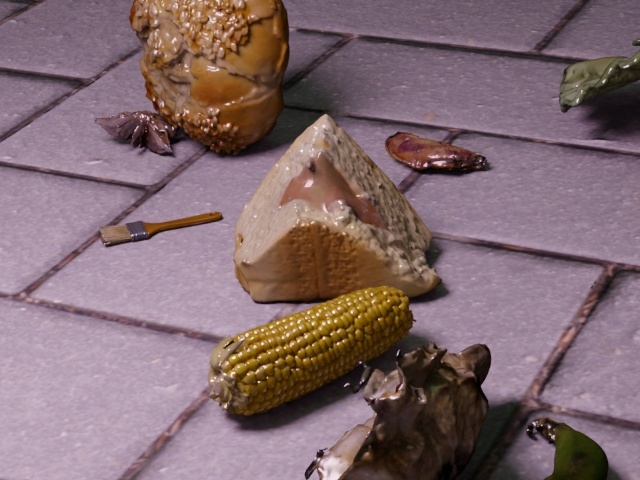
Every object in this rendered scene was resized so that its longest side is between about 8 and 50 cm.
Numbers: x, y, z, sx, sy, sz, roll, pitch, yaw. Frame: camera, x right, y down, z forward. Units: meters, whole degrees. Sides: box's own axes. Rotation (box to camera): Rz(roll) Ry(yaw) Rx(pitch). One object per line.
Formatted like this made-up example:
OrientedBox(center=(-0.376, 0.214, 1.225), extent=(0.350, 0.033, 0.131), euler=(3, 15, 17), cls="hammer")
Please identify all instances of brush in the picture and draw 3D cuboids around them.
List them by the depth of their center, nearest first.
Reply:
OrientedBox(center=(-0.215, -0.020, 2.092), extent=(0.170, 0.014, 0.043), euler=(-11, 30, -15), cls="brush")

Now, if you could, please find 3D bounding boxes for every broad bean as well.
OrientedBox(center=(0.184, 0.251, 1.488), extent=(0.144, 0.049, 0.292), euler=(10, 28, 42), cls="broad bean")

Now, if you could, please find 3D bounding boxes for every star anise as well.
OrientedBox(center=(-0.278, -0.170, 2.338), extent=(0.129, 0.056, 0.124), euler=(12, 25, -3), cls="star anise")

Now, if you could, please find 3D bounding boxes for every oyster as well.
OrientedBox(center=(0.083, 0.179, 1.533), extent=(0.133, 0.198, 0.337), euler=(46, 19, -1), cls="oyster")

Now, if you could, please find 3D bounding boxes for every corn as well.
OrientedBox(center=(-0.009, 0.118, 1.716), extent=(0.260, 0.091, 0.091), euler=(-21, -9, -30), cls="corn")

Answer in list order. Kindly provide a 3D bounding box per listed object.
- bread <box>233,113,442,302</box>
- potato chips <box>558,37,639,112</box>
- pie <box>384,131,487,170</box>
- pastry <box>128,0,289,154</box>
OrientedBox(center=(0.004, 0.010, 1.941), extent=(0.211, 0.224, 0.183), euler=(-39, 23, 26), cls="bread")
OrientedBox(center=(0.536, -0.234, 2.238), extent=(0.389, 0.097, 0.373), euler=(-1, 2, 1), cls="potato chips")
OrientedBox(center=(0.156, -0.125, 2.224), extent=(0.170, 0.034, 0.092), euler=(17, 30, 33), cls="pie")
OrientedBox(center=(-0.170, -0.272, 2.256), extent=(0.255, 0.311, 0.162), euler=(28, 43, 32), cls="pastry")
